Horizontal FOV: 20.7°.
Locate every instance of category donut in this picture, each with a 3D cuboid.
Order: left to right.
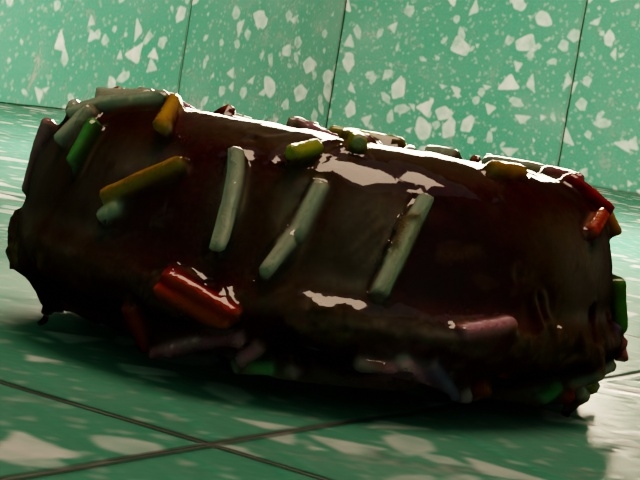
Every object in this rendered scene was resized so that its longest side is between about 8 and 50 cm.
[{"bbox_3d":[0.000,0.000,0.730,0.269,0.103,0.270,9,3,-1],"label":"donut"}]
